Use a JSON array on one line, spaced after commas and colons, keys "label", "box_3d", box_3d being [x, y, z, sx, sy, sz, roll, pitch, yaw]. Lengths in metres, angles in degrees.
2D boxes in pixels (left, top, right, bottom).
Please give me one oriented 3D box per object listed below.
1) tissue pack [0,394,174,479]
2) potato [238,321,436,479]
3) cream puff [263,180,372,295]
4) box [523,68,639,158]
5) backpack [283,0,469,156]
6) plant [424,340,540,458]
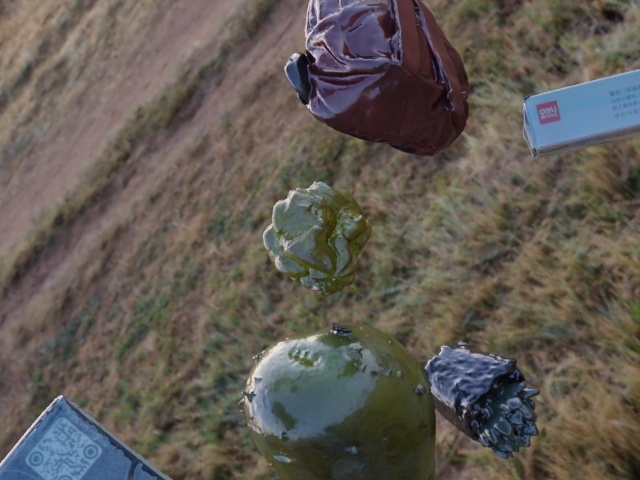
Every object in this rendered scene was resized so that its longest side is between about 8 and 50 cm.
[{"label": "tissue pack", "box_3d": [-0.324, 0.374, 1.201, 0.316, 0.228, 0.103, -51, -2, -15]}, {"label": "potato", "box_3d": [0.054, 0.274, 1.457, 0.269, 0.359, 0.219, -20, 34, 21]}, {"label": "cream puff", "box_3d": [0.001, 0.001, 1.407, 0.156, 0.121, 0.156, -5, 71, 16]}, {"label": "box", "box_3d": [0.423, -0.187, 1.444, 0.269, 0.135, 0.079, -13, 85, 12]}, {"label": "backpack", "box_3d": [0.070, -0.205, 1.101, 0.139, 0.229, 0.229, -40, 36, 39]}, {"label": "plant", "box_3d": [0.262, 0.248, 1.601, 0.194, 0.129, 0.132, 31, 69, 37]}]
